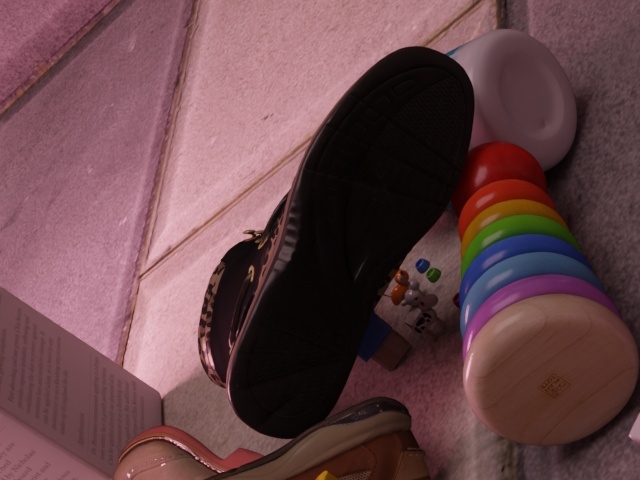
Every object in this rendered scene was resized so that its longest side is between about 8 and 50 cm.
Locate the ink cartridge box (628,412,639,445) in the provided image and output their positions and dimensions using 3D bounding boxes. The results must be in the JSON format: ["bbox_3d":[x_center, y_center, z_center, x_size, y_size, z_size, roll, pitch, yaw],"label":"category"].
[{"bbox_3d":[0.332,0.076,1.192,0.154,0.093,0.212,3,61,60],"label":"ink cartridge box"}]

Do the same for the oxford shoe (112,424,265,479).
[{"bbox_3d":[-0.132,0.269,1.688,0.130,0.123,0.348,-50,22,-23],"label":"oxford shoe"}]

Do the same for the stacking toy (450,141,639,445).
[{"bbox_3d":[0.169,0.025,1.483,0.141,0.141,0.330,-43,27,20],"label":"stacking toy"}]

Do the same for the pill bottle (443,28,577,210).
[{"bbox_3d":[0.119,-0.104,1.740,0.264,0.146,0.146,-22,39,48],"label":"pill bottle"}]

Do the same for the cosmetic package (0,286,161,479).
[{"bbox_3d":[-0.394,0.168,1.906,0.161,0.453,0.230,-44,25,18],"label":"cosmetic package"}]

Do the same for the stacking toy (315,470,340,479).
[{"bbox_3d":[0.081,0.265,1.289,0.052,0.167,0.221,-53,25,-3],"label":"stacking toy"}]

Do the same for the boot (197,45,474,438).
[{"bbox_3d":[0.000,0.000,1.646,0.377,0.138,0.284,-67,11,-6],"label":"boot"}]

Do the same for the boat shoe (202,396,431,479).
[{"bbox_3d":[-0.050,0.254,1.486,0.324,0.120,0.122,-28,-14,-2],"label":"boat shoe"}]

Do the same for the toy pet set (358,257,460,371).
[{"bbox_3d":[0.069,0.063,1.703,0.114,0.065,0.122,-52,24,2],"label":"toy pet set"}]
